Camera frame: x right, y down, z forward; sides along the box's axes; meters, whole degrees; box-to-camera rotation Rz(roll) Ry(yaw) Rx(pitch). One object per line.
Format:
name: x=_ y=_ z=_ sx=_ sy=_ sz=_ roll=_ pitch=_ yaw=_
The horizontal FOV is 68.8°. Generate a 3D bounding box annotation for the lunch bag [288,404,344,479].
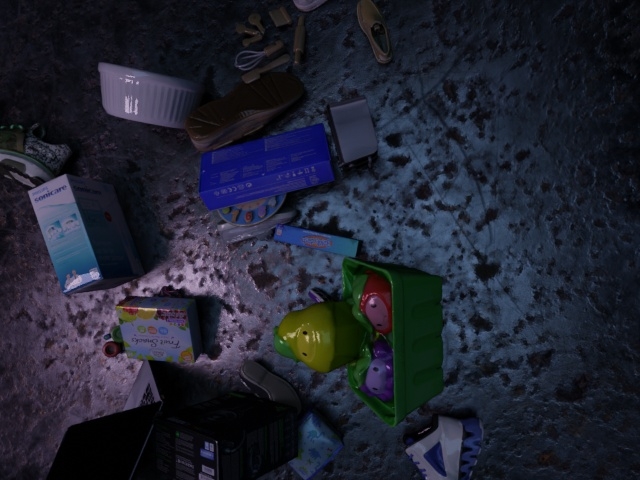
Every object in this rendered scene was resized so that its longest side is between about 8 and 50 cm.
lunch bag: x=-0.031 y=0.545 z=1.252 sx=0.129 sy=0.096 sz=0.151 roll=43 pitch=86 yaw=7

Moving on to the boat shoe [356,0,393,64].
boat shoe: x=0.150 y=-0.573 z=1.254 sx=0.068 sy=0.072 sz=0.189 roll=-25 pitch=85 yaw=8

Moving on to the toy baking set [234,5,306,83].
toy baking set: x=-0.138 y=-0.536 z=1.291 sx=0.197 sy=0.030 sz=0.255 roll=-2 pitch=71 yaw=4

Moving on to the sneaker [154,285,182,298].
sneaker: x=-0.416 y=0.169 z=1.347 sx=0.120 sy=0.047 sz=0.057 roll=26 pitch=82 yaw=7

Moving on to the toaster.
toaster: x=0.082 y=-0.277 z=1.215 sx=0.110 sy=0.168 sz=0.185 roll=-15 pitch=88 yaw=6

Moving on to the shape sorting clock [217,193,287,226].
shape sorting clock: x=-0.189 y=-0.127 z=1.278 sx=0.207 sy=0.040 sz=0.206 roll=-8 pitch=54 yaw=12

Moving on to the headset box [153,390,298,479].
headset box: x=-0.224 y=0.489 z=1.166 sx=0.247 sy=0.283 sz=0.131 roll=-2 pitch=88 yaw=39

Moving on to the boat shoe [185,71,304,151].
boat shoe: x=-0.204 y=-0.354 z=1.289 sx=0.342 sy=0.110 sz=0.121 roll=-27 pitch=74 yaw=-10

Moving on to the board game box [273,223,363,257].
board game box: x=0.000 y=0.000 z=1.224 sx=0.211 sy=0.160 sz=0.047 roll=11 pitch=91 yaw=9

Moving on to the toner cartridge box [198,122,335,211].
toner cartridge box: x=-0.144 y=-0.196 z=1.243 sx=0.349 sy=0.075 sz=0.165 roll=-13 pitch=48 yaw=6

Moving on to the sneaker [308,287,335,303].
sneaker: x=0.017 y=0.204 z=1.267 sx=0.071 sy=0.068 sz=0.169 roll=-38 pitch=84 yaw=12

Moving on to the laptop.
laptop: x=-0.572 y=0.523 z=1.155 sx=0.237 sy=0.408 sz=0.381 roll=23 pitch=93 yaw=-32

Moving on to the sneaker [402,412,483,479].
sneaker: x=0.289 y=0.584 z=1.198 sx=0.183 sy=0.127 sz=0.315 roll=14 pitch=84 yaw=12

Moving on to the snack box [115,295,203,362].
snack box: x=-0.446 y=0.248 z=1.307 sx=0.207 sy=0.070 sz=0.174 roll=3 pitch=113 yaw=10

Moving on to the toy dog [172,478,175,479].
toy dog: x=-0.282 y=0.777 z=1.254 sx=0.334 sy=0.161 sz=0.219 roll=15 pitch=91 yaw=9

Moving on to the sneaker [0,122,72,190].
sneaker: x=-0.918 y=-0.286 z=1.407 sx=0.411 sy=0.158 sz=0.182 roll=27 pitch=62 yaw=10

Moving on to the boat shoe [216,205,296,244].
boat shoe: x=-0.171 y=-0.039 z=1.301 sx=0.228 sy=0.079 sz=0.081 roll=-12 pitch=111 yaw=6

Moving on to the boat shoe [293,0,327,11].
boat shoe: x=0.044 y=-0.729 z=1.261 sx=0.277 sy=0.096 sz=0.098 roll=-33 pitch=84 yaw=7

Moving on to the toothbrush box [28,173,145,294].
toothbrush box: x=-0.637 y=-0.014 z=1.295 sx=0.126 sy=0.216 sz=0.295 roll=-23 pitch=85 yaw=7

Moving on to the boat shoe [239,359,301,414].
boat shoe: x=-0.142 y=0.416 z=1.301 sx=0.206 sy=0.075 sz=0.065 roll=40 pitch=138 yaw=2

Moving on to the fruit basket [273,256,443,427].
fruit basket: x=0.085 y=0.230 z=1.120 sx=0.393 sy=0.283 sz=0.391 roll=-3 pitch=98 yaw=-22

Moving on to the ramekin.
ramekin: x=-0.453 y=-0.383 z=1.254 sx=0.273 sy=0.273 sz=0.127 roll=15 pitch=103 yaw=9

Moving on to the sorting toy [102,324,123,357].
sorting toy: x=-0.604 y=0.292 z=1.377 sx=0.061 sy=0.042 sz=0.101 roll=31 pitch=82 yaw=-7
